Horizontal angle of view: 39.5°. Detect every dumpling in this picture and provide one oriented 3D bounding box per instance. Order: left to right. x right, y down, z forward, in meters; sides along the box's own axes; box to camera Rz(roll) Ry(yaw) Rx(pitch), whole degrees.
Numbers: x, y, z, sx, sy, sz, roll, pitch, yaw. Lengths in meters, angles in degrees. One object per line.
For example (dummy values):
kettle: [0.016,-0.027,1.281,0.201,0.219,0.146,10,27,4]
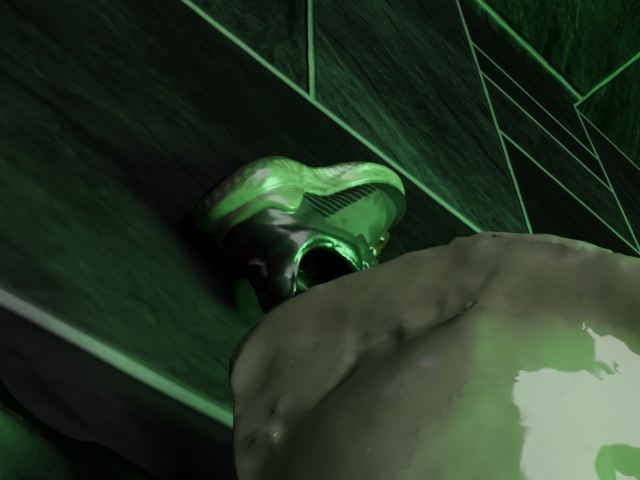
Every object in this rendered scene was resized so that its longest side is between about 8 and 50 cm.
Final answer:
dumpling: [0.132,0.172,0.447,0.395,0.315,0.233,62,22,6]

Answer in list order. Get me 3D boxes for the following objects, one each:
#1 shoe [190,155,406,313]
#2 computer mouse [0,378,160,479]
shoe: [0.000,0.000,0.714,0.227,0.099,0.112,1,61,-51]
computer mouse: [-0.140,0.114,0.306,0.233,0.137,0.096,36,27,-28]
